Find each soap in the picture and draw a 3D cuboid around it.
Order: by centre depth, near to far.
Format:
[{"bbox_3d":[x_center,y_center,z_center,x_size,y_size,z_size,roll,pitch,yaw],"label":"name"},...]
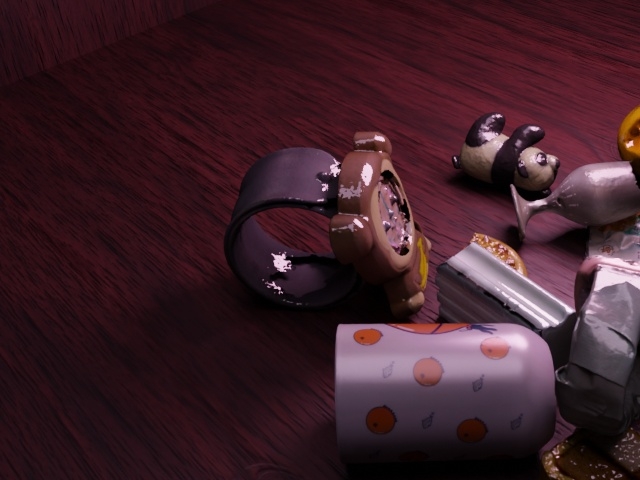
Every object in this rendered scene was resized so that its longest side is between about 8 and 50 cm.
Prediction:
[{"bbox_3d":[0.317,0.124,1.464,0.094,0.150,0.261,-30,44,-22],"label":"soap"}]

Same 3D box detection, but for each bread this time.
[{"bbox_3d":[0.424,0.358,1.188,0.181,0.096,0.222,-29,43,-29],"label":"bread"}]

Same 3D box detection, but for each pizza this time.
[{"bbox_3d":[0.324,0.047,1.644,0.134,0.046,0.175,-25,41,-21],"label":"pizza"}]

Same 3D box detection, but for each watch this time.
[{"bbox_3d":[0.420,0.160,1.217,0.161,0.253,0.241,11,62,27],"label":"watch"},{"bbox_3d":[0.000,0.000,1.593,0.327,0.335,0.314,-13,40,25],"label":"watch"}]

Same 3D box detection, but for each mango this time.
[{"bbox_3d":[0.727,-0.193,1.747,0.253,0.182,0.365,23,13,2],"label":"mango"}]

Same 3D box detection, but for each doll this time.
[{"bbox_3d":[0.412,-0.179,1.856,0.234,0.143,0.135,21,70,30],"label":"doll"}]

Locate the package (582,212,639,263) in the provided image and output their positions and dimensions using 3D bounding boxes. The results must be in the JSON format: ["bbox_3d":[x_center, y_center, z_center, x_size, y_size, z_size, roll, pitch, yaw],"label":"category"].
[{"bbox_3d":[0.607,-0.023,1.692,0.166,0.040,0.232,3,41,15],"label":"package"}]

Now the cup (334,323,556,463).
[{"bbox_3d":[0.187,0.232,1.303,0.317,0.212,0.212,-1,38,5],"label":"cup"}]

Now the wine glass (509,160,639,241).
[{"bbox_3d":[0.500,-0.081,1.680,0.241,0.126,0.126,-13,37,12],"label":"wine glass"}]
